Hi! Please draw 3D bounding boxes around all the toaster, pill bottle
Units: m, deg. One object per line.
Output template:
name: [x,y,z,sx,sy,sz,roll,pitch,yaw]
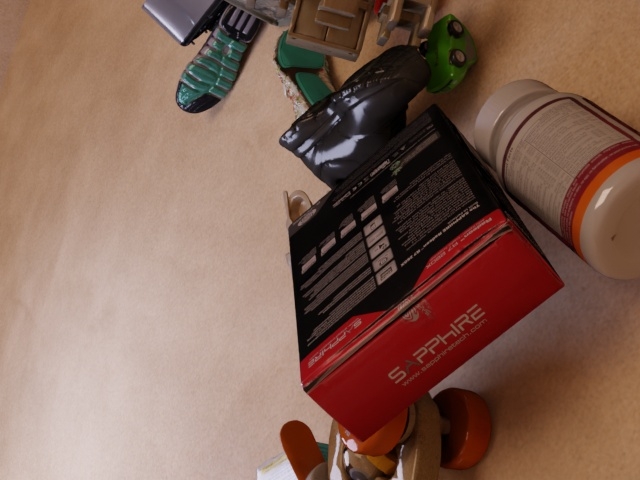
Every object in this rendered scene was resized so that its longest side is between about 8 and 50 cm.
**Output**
toaster: [-0.206,-0.434,1.793,0.186,0.110,0.168,-44,9,32]
pill bottle: [0.241,-0.066,0.972,0.121,0.121,0.221,-61,33,16]

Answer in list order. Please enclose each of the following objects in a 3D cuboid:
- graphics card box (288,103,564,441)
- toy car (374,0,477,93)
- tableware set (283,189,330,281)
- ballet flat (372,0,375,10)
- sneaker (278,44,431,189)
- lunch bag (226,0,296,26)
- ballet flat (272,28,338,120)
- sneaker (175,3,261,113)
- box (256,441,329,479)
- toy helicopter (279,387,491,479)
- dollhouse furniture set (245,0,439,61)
graphics card box: [0.082,0.012,1.037,0.233,0.094,0.371,-41,20,12]
toy car: [0.157,-0.273,1.271,0.239,0.053,0.225,-30,51,47]
tableware set: [0.000,0.000,1.362,0.169,0.020,0.141,-3,90,53]
ballet flat: [0.063,-0.434,1.481,0.086,0.086,0.248,5,79,57]
sneaker: [0.063,-0.143,1.275,0.109,0.130,0.286,-43,7,-28]
lunch bag: [-0.111,-0.491,1.570,0.169,0.287,0.235,10,81,58]
ballet flat: [-0.024,-0.218,1.493,0.241,0.091,0.077,-105,24,-47]
sneaker: [-0.172,-0.320,1.791,0.223,0.083,0.098,-52,17,18]
box: [-0.017,0.363,1.195,0.100,0.060,0.244,-40,43,40]
toy helicopter: [0.039,0.305,1.076,0.235,0.140,0.355,-14,65,56]
dollhouse furniture set: [0.031,-0.330,1.250,0.242,0.212,0.161,155,129,-84]
